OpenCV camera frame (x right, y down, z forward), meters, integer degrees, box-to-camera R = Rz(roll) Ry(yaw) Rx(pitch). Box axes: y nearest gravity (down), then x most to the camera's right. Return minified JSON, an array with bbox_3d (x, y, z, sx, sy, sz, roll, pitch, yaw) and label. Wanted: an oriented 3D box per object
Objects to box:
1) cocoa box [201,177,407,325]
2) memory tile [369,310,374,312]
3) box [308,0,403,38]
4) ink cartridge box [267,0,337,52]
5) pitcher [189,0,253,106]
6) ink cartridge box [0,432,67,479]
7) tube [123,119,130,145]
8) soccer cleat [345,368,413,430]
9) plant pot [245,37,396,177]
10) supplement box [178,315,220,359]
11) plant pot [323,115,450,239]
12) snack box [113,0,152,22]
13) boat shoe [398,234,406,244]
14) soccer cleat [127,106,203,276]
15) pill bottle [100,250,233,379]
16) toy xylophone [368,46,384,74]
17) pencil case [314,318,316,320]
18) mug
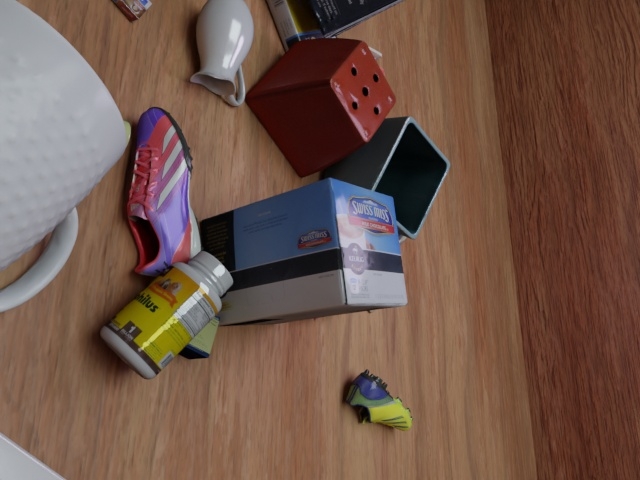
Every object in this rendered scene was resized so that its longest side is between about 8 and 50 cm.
[{"bbox_3d":[-0.039,0.040,1.061,0.231,0.347,0.227,9,71,-52],"label":"cocoa box"},{"bbox_3d":[0.158,0.139,1.593,0.148,0.012,0.113,-47,118,-50],"label":"memory tile"},{"bbox_3d":[0.199,-0.834,1.474,0.297,0.472,0.480,64,22,-23],"label":"box"},{"bbox_3d":[-0.025,-0.644,1.547,0.307,0.072,0.303,-38,110,-50],"label":"ink cartridge box"},{"bbox_3d":[-0.209,-0.425,1.192,0.178,0.126,0.207,36,60,-69],"label":"pitcher"},{"bbox_3d":[-0.475,0.336,0.607,0.296,0.066,0.261,55,41,-27],"label":"ink cartridge box"},{"bbox_3d":[-0.432,-0.205,0.855,0.240,0.062,0.070,14,29,-47],"label":"tube"},{"bbox_3d":[0.159,0.462,1.450,0.121,0.093,0.289,-50,129,-14],"label":"soccer cleat"},{"bbox_3d":[0.027,-0.351,1.329,0.267,0.236,0.267,53,54,-30],"label":"plant pot"},{"bbox_3d":[-0.245,0.168,0.987,0.083,0.056,0.083,41,49,-40],"label":"supplement box"},{"bbox_3d":[0.158,-0.185,1.466,0.248,0.252,0.247,35,79,-44],"label":"plant pot"},{"bbox_3d":[-0.407,-0.512,1.012,0.178,0.022,0.064,48,43,-34],"label":"snack box"},{"bbox_3d":[0.206,-0.101,1.660,0.130,0.132,0.355,46,36,-22],"label":"boat shoe"},{"bbox_3d":[-0.300,-0.091,0.959,0.116,0.109,0.318,-8,88,-51],"label":"soccer cleat"},{"bbox_3d":[-0.250,0.118,0.890,0.215,0.117,0.117,-47,119,-26],"label":"pill bottle"},{"bbox_3d":[0.141,-0.434,1.648,0.236,0.081,0.322,-20,111,-56],"label":"toy xylophone"},{"bbox_3d":[0.054,0.133,1.322,0.209,0.095,0.098,-12,51,-26],"label":"pencil case"},{"bbox_3d":[-0.436,-0.055,0.648,0.328,0.276,0.374,-60,157,-31],"label":"mug"}]
